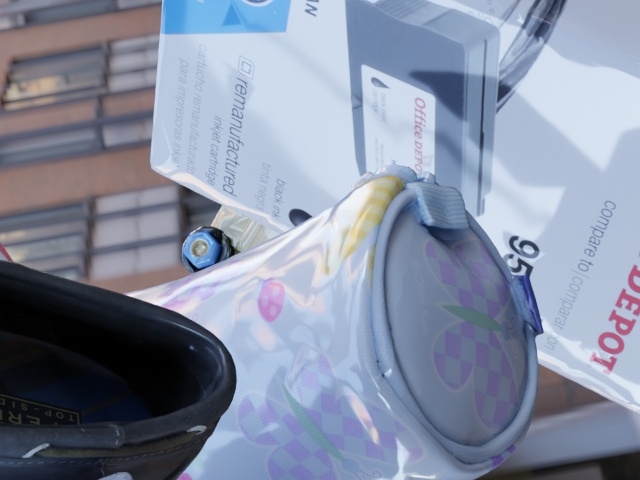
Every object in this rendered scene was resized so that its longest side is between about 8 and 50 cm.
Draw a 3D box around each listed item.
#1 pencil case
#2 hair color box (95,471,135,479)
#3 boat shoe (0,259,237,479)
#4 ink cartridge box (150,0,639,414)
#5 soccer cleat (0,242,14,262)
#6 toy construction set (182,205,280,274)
[{"bbox_3d":[-0.047,0.063,0.638,0.113,0.273,0.124,-17,-93,-56],"label":"pencil case"},{"bbox_3d":[-0.127,0.227,0.492,0.113,0.185,0.374,61,159,27],"label":"hair color box"},{"bbox_3d":[-0.119,0.024,0.383,0.076,0.228,0.080,-45,40,31],"label":"boat shoe"},{"bbox_3d":[0.102,-0.102,0.994,0.166,0.395,0.285,-54,-16,-38],"label":"ink cartridge box"},{"bbox_3d":[-0.355,0.075,1.199,0.116,0.318,0.108,43,-144,-15],"label":"soccer cleat"},{"bbox_3d":[0.000,0.000,1.355,0.327,0.215,0.151,-54,-26,-17],"label":"toy construction set"}]
